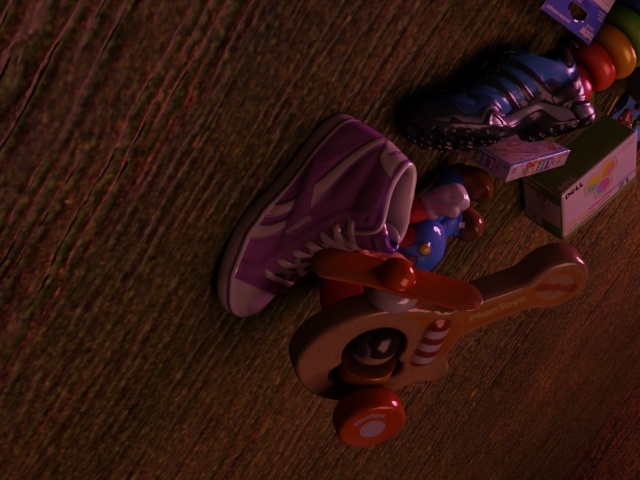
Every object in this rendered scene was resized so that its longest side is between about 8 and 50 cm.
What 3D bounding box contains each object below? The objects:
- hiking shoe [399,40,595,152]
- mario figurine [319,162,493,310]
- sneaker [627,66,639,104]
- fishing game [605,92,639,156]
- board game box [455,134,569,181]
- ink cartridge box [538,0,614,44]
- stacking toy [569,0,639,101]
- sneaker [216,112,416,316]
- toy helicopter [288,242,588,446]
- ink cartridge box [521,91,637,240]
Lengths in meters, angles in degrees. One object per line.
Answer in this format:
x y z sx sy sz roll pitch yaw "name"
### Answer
0.231 -0.197 1.089 0.304 0.113 0.132 -9 85 -28 "hiking shoe"
0.136 0.034 1.105 0.320 0.170 0.198 -39 114 -30 "mario figurine"
0.653 -0.406 1.374 0.410 0.158 0.182 -59 172 10 "sneaker"
0.601 -0.219 1.536 0.264 0.041 0.189 -4 127 -48 "fishing game"
0.283 -0.134 1.185 0.154 0.103 0.026 -16 133 -40 "board game box"
0.388 -0.434 1.067 0.186 0.065 0.311 6 114 -52 "ink cartridge box"
0.453 -0.306 1.212 0.330 0.141 0.141 -40 145 -8 "stacking toy"
0.000 0.000 0.933 0.282 0.161 0.102 -55 147 8 "sneaker"
0.132 0.077 0.913 0.355 0.140 0.235 -21 134 1 "toy helicopter"
0.433 -0.150 1.344 0.189 0.097 0.255 -39 143 -12 "ink cartridge box"
